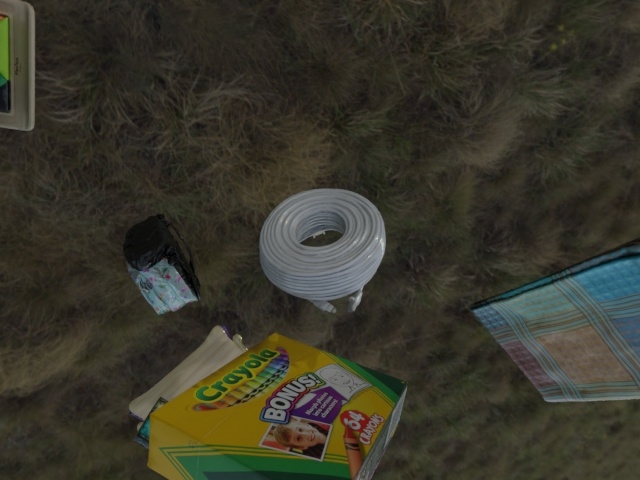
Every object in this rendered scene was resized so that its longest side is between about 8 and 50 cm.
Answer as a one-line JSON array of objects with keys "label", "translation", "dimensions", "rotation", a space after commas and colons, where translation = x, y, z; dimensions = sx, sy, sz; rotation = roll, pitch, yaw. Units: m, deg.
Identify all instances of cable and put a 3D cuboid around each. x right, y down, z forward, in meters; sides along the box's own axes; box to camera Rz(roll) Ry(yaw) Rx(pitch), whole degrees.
[{"label": "cable", "translation": [0.000, 0.000, 0.840], "dimensions": [0.257, 0.257, 0.089], "rotation": [-54, 149, -33]}]

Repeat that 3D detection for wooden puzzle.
[{"label": "wooden puzzle", "translation": [-0.618, -0.310, 0.705], "dimensions": [0.238, 0.044, 0.221], "rotation": [4, 111, -25]}]

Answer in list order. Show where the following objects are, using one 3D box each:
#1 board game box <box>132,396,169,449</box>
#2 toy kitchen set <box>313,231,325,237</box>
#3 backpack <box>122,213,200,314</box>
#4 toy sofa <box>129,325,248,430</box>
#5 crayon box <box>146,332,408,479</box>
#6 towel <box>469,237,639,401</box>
[{"label": "board game box", "translation": [-0.359, 0.494, 1.065], "dimensions": [0.186, 0.126, 0.026], "rotation": [39, 114, -11]}, {"label": "toy kitchen set", "translation": [-0.006, -0.067, 1.100], "dimensions": [0.068, 0.083, 0.075], "rotation": [-22, 147, -2]}, {"label": "backpack", "translation": [-0.316, 0.059, 0.849], "dimensions": [0.115, 0.152, 0.182], "rotation": [-22, 130, -7]}, {"label": "toy sofa", "translation": [-0.360, 0.435, 1.252], "dimensions": [0.362, 0.177, 0.150], "rotation": [-43, 167, -22]}, {"label": "crayon box", "translation": [-0.049, 0.313, 0.744], "dimensions": [0.363, 0.313, 0.106], "rotation": [-19, 121, -63]}, {"label": "towel", "translation": [0.470, 0.169, 0.734], "dimensions": [0.040, 0.271, 0.370], "rotation": [-37, 177, -34]}]
